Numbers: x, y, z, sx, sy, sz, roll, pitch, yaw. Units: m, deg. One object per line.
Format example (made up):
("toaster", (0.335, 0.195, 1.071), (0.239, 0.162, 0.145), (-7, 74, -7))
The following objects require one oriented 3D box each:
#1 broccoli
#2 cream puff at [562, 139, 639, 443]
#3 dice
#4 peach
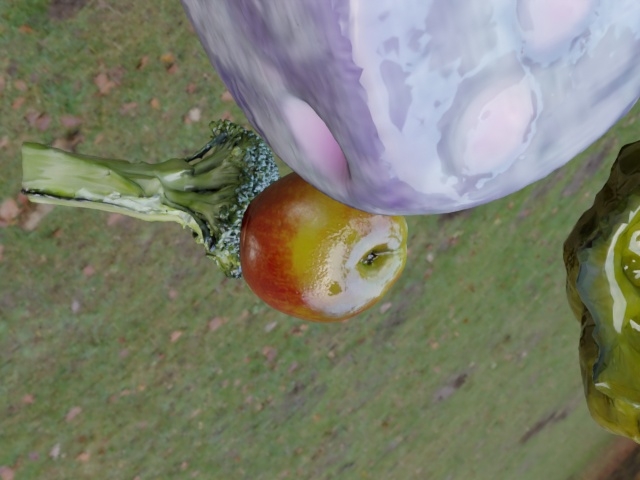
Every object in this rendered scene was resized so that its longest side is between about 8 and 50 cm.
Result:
("broccoli", (-0.236, -0.070, 1.279), (0.252, 0.362, 0.221), (-51, 154, -69))
("cream puff", (0.271, 0.027, 0.613), (0.185, 0.281, 0.281), (20, 116, -26))
("dice", (0.059, -0.198, 0.587), (0.270, 0.270, 0.271), (-33, 132, -14))
("peach", (0.000, 0.000, 1.055), (0.190, 0.192, 0.190), (-30, 131, -42))
